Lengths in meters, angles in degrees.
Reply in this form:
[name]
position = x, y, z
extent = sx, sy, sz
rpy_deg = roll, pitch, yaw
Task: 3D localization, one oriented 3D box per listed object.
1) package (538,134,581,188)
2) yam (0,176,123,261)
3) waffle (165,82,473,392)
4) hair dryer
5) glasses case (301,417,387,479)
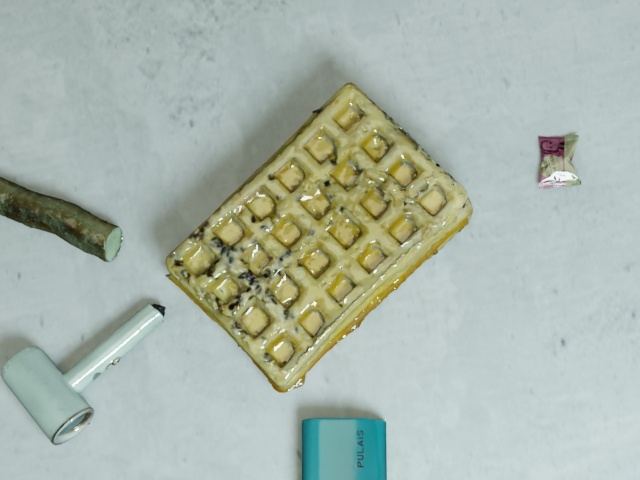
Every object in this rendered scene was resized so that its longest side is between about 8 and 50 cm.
[package]
position = 0.335, -0.113, 1.745
extent = 0.059, 0.029, 0.083
rpy_deg = -3, 65, 13
[yam]
position = -0.403, -0.041, 1.787
extent = 0.252, 0.061, 0.061
rpy_deg = 22, 79, 10
[waffle]
position = 0.000, 0.000, 1.712
extent = 0.376, 0.114, 0.261
rpy_deg = -44, 79, -6
[hair dryer]
position = -0.316, 0.158, 1.726
extent = 0.236, 0.073, 0.131
rpy_deg = -40, 74, -7
[glasses case]
position = 0.031, 0.386, 1.633
extent = 0.117, 0.070, 0.301
rpy_deg = -2, 74, 5
